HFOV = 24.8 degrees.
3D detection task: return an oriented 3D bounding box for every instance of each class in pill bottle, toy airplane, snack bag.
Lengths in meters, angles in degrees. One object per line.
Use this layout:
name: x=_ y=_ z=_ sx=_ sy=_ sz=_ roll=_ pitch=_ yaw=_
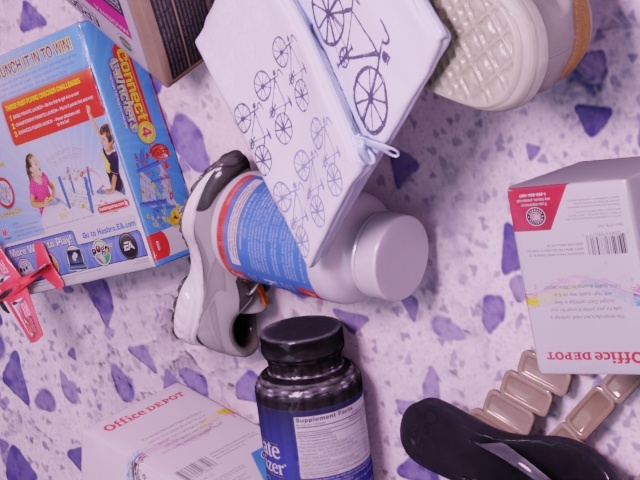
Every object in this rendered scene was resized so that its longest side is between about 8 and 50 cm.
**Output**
pill bottle: x=0.000 y=0.000 z=1.551 sx=0.221 sy=0.124 sz=0.124 roll=13 pitch=115 yaw=40
pill bottle: x=-0.008 y=0.202 z=1.639 sx=0.122 sy=0.123 sz=0.219 roll=6 pitch=109 yaw=42
toy airplane: x=-0.380 y=0.051 z=1.871 sx=0.151 sy=0.028 sz=0.151 roll=18 pitch=119 yaw=36
snack bag: x=-0.010 y=-0.195 z=1.403 sx=0.323 sy=0.037 sz=0.342 roll=65 pitch=146 yaw=26

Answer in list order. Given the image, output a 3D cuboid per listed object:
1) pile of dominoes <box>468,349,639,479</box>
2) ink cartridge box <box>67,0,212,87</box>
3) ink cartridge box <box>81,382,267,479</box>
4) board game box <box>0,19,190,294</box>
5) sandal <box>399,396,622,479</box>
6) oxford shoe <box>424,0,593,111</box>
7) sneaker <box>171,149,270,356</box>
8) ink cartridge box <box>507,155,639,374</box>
pile of dominoes: x=0.262 y=0.196 z=1.463 sx=0.196 sy=0.040 sz=0.251 roll=49 pitch=124 yaw=19
ink cartridge box: x=-0.227 y=-0.308 z=1.610 sx=0.234 sy=0.088 sz=0.193 roll=40 pitch=161 yaw=24
ink cartridge box: x=-0.156 y=0.314 z=1.786 sx=0.232 sy=0.171 sz=0.168 roll=24 pitch=121 yaw=35
board game box: x=-0.314 y=-0.100 z=1.833 sx=0.308 sy=0.086 sz=0.302 roll=-11 pitch=98 yaw=45
sandal: x=0.183 y=0.234 z=1.471 sx=0.254 sy=0.054 sz=0.097 roll=14 pitch=108 yaw=35
oxford shoe: x=0.089 y=-0.240 z=1.385 sx=0.449 sy=0.130 sz=0.169 roll=36 pitch=133 yaw=47
sneaker: x=-0.101 y=0.017 z=1.684 sx=0.108 sy=0.100 sz=0.272 roll=23 pitch=127 yaw=24
ink cartridge box: x=0.265 y=0.022 z=1.306 sx=0.128 sy=0.127 sz=0.176 roll=-3 pitch=101 yaw=42
